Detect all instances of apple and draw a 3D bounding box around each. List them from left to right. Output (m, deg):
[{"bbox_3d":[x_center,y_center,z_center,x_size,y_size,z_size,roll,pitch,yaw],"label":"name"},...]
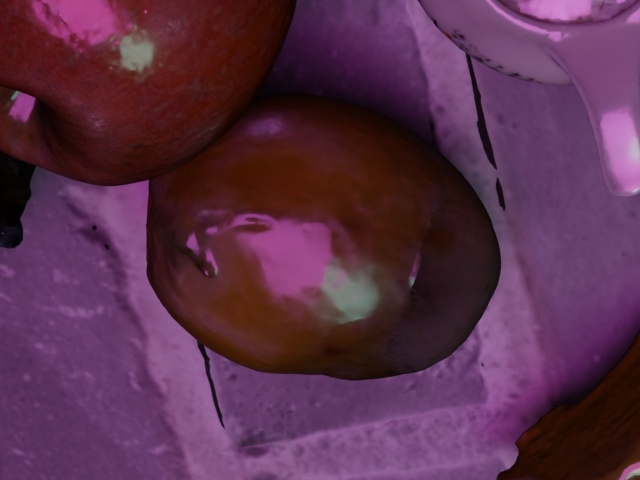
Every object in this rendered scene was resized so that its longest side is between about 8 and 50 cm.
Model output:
[{"bbox_3d":[-0.129,-0.161,0.955,0.253,0.253,0.254,4,112,9],"label":"apple"}]

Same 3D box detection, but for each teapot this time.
[{"bbox_3d":[0.153,-0.173,0.964,0.208,0.166,0.300,-18,98,4],"label":"teapot"}]

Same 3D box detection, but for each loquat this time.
[{"bbox_3d":[0.000,0.000,1.047,0.227,0.179,0.179,9,113,-1],"label":"loquat"}]

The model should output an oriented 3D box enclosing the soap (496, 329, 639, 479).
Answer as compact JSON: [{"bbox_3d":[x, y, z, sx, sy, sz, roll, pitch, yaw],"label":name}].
[{"bbox_3d":[0.276,0.045,1.019,0.304,0.169,0.339,3,112,-2],"label":"soap"}]

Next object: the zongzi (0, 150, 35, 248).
[{"bbox_3d":[-0.378,-0.069,0.948,0.208,0.432,0.403,-39,103,27],"label":"zongzi"}]
